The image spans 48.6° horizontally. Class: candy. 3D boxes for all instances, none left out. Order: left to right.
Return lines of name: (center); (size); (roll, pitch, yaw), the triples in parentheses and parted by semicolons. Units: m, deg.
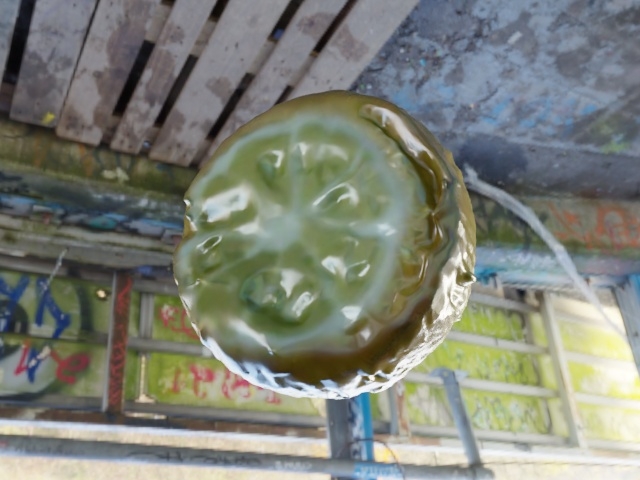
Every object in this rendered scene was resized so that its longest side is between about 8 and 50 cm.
candy: (0.000, 0.000, 0.586); (0.259, 0.260, 0.118); (-13, 157, 15)
